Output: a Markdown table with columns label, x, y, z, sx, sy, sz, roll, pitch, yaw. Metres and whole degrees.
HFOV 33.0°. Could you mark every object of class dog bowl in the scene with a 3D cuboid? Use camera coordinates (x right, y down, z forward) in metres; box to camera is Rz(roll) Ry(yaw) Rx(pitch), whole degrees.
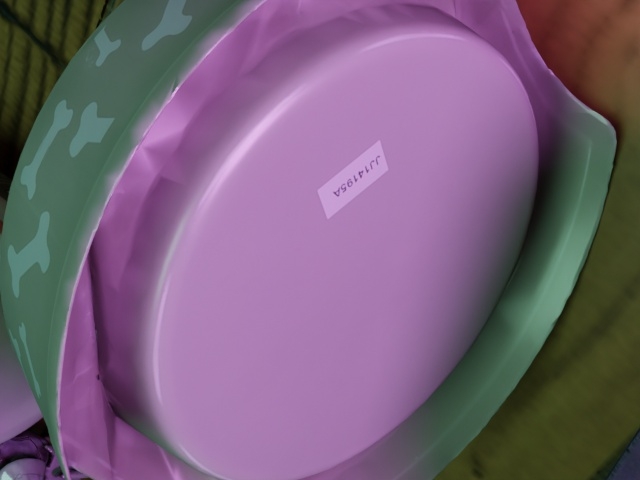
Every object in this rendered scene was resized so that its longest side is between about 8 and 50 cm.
| label | x | y | z | sx | sy | sz | roll | pitch | yaw |
| --- | --- | --- | --- | --- | --- | --- | --- | --- | --- |
| dog bowl | 0.000 | 0.000 | 0.549 | 0.102 | 0.349 | 0.348 | 34 | 126 | 39 |

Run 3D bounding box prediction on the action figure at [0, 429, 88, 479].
| label | x | y | z | sx | sy | sz | roll | pitch | yaw |
| --- | --- | --- | --- | --- | --- | --- | --- | --- | --- |
| action figure | -0.322 | 0.173 | 0.987 | 0.285 | 0.185 | 0.099 | 34 | 92 | 42 |

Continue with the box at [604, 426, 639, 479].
| label | x | y | z | sx | sy | sz | roll | pitch | yaw |
| --- | --- | --- | --- | --- | --- | --- | --- | --- | --- |
| box | 0.286 | 0.167 | 0.475 | 0.313 | 0.179 | 0.343 | 37 | 126 | 21 |

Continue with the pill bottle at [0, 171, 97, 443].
| label | x | y | z | sx | sy | sz | roll | pitch | yaw |
| --- | --- | --- | --- | --- | --- | --- | --- | --- | --- |
| pill bottle | -0.369 | 0.000 | 0.919 | 0.363 | 0.210 | 0.210 | 33 | 124 | 26 |
